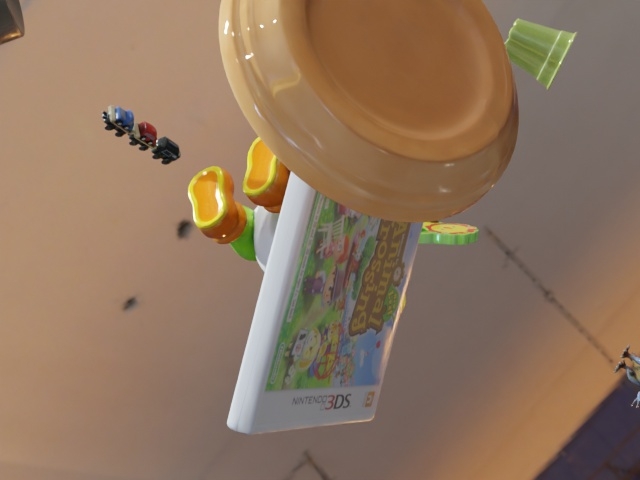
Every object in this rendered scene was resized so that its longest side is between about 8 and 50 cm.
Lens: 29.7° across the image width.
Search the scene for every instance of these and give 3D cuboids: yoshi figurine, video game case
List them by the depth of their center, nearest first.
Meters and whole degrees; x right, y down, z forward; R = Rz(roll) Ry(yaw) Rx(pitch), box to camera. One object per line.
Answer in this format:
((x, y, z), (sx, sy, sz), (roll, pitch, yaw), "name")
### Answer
((0.016, 0.030, 0.865), (0.193, 0.023, 0.213), (10, -85, -62), "video game case")
((-0.007, -0.018, 1.667), (0.362, 0.203, 0.203), (39, -98, -41), "yoshi figurine")

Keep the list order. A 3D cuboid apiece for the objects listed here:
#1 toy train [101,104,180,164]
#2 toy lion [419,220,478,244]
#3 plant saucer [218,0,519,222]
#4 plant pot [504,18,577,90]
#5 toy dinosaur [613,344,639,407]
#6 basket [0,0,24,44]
((-0.233, -0.138, 1.589), (0.036, 0.027, 0.158), (-21, -26, 21), "toy train")
((0.144, -0.010, 1.520), (0.100, 0.096, 0.034), (-8, -73, -36), "toy lion")
((0.038, -0.107, 0.702), (0.199, 0.200, 0.037), (-10, -19, -34), "plant saucer")
((0.279, -0.249, 1.568), (0.083, 0.079, 0.083), (-62, -7, -14), "plant pot")
((0.371, 0.151, 1.346), (0.090, 0.082, 0.047), (-23, -41, -51), "toy dinosaur")
((-0.444, -0.250, 1.288), (0.226, 0.154, 0.204), (-15, -24, -5), "basket")
